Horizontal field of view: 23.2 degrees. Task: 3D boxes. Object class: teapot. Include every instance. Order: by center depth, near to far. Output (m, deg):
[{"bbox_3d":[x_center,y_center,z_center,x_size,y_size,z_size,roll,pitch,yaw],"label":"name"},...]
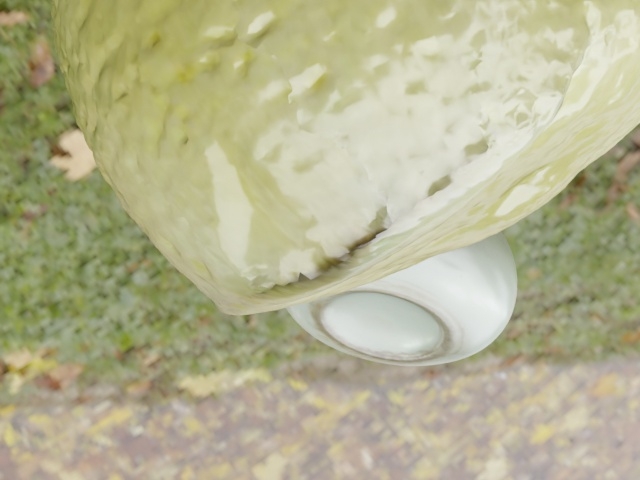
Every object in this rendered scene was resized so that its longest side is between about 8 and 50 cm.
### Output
[{"bbox_3d":[0.019,-0.015,1.292,0.318,0.149,0.220,34,142,-27],"label":"teapot"}]

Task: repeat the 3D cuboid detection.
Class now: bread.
[{"bbox_3d":[0.019,-0.103,0.819,0.320,0.237,0.320,-20,176,-2],"label":"bread"}]
